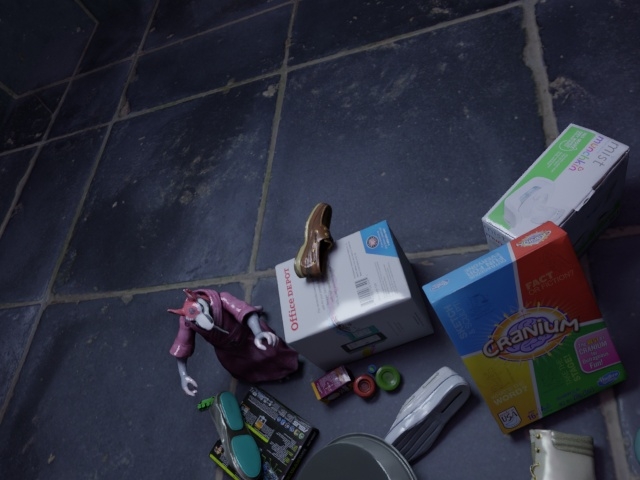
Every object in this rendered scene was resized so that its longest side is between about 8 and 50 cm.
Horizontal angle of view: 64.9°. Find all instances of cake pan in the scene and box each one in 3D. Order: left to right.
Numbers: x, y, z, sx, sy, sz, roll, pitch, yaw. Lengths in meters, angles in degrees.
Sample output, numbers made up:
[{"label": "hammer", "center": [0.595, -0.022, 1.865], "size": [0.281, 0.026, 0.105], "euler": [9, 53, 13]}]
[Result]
[{"label": "cake pan", "center": [0.053, 0.503, 0.916], "size": [0.293, 0.054, 0.293], "euler": [-21, 56, 35]}]

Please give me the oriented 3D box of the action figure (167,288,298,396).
[{"label": "action figure", "center": [-0.189, 0.180, 1.089], "size": [0.248, 0.370, 0.276], "euler": [-22, 50, 11]}]

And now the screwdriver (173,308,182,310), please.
[{"label": "screwdriver", "center": [-0.349, 0.185, 1.386], "size": [0.170, 0.025, 0.024], "euler": [-8, 58, 22]}]

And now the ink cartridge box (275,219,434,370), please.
[{"label": "ink cartridge box", "center": [0.071, 0.128, 1.097], "size": [0.270, 0.197, 0.198], "euler": [-22, 52, 14]}]

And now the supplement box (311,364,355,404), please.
[{"label": "supplement box", "center": [0.031, 0.314, 1.095], "size": [0.083, 0.055, 0.043], "euler": [-34, 53, 5]}]

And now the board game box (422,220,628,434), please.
[{"label": "board game box", "center": [0.355, 0.160, 0.873], "size": [0.242, 0.316, 0.064], "euler": [-29, 19, 8]}]

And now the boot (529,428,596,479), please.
[{"label": "boot", "center": [0.362, 0.409, 0.856], "size": [0.213, 0.077, 0.165], "euler": [-6, 59, 18]}]

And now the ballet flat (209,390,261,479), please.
[{"label": "ballet flat", "center": [-0.186, 0.427, 1.082], "size": [0.068, 0.072, 0.213], "euler": [-53, 46, 25]}]

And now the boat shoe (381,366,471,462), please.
[{"label": "boat shoe", "center": [0.197, 0.345, 0.990], "size": [0.226, 0.083, 0.076], "euler": [-42, 24, -1]}]

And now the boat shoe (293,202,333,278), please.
[{"label": "boat shoe", "center": [0.000, 0.000, 1.053], "size": [0.060, 0.064, 0.178], "euler": [1, 59, 28]}]

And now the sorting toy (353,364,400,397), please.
[{"label": "sorting toy", "center": [0.118, 0.298, 1.076], "size": [0.102, 0.042, 0.061], "euler": [-18, 69, 1]}]

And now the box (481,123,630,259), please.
[{"label": "box", "center": [0.462, -0.046, 0.987], "size": [0.262, 0.231, 0.127], "euler": [-46, 52, -4]}]

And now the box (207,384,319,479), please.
[{"label": "box", "center": [-0.127, 0.445, 1.102], "size": [0.190, 0.045, 0.184], "euler": [23, 75, 34]}]

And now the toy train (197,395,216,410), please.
[{"label": "toy train", "center": [-0.262, 0.391, 1.220], "size": [0.083, 0.017, 0.024], "euler": [-20, 44, 15]}]

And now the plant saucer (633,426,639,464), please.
[{"label": "plant saucer", "center": [0.581, 0.345, 0.820], "size": [0.119, 0.021, 0.119], "euler": [-13, 57, 20]}]
